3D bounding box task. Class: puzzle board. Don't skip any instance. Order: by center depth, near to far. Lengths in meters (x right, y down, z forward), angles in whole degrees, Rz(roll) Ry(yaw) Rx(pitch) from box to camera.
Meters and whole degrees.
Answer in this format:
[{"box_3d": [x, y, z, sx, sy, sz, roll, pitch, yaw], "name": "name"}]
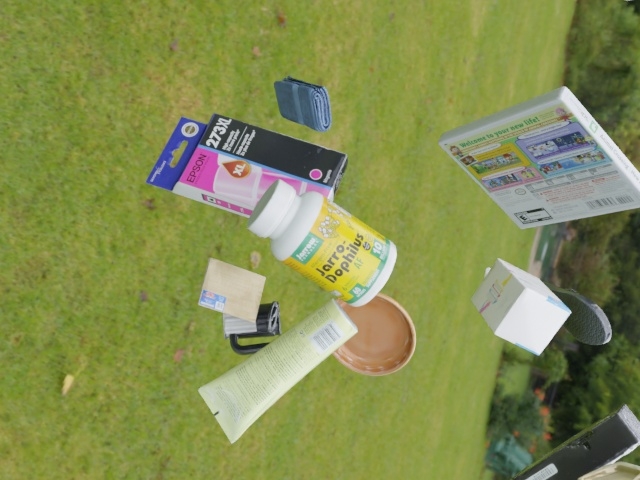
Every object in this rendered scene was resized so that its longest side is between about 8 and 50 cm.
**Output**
[{"box_3d": [-0.174, 0.099, 1.346, 0.128, 0.011, 0.096, 22, 71, -29], "name": "puzzle board"}]

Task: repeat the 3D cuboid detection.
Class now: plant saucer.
[{"box_3d": [0.103, 0.188, 1.423, 0.037, 0.200, 0.200, -53, 151, -60], "name": "plant saucer"}]

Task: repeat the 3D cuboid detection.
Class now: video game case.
[{"box_3d": [0.286, -0.096, 0.888, 0.193, 0.212, 0.023, 41, 65, -20], "name": "video game case"}]

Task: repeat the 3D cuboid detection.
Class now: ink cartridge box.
[{"box_3d": [0.320, 0.102, 1.117, 0.090, 0.092, 0.143, -60, -165, 15], "name": "ink cartridge box"}, {"box_3d": [-0.148, -0.141, 1.345, 0.069, 0.370, 0.176, 85, 25, -63], "name": "ink cartridge box"}]

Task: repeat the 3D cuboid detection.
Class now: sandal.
[{"box_3d": [0.549, 0.144, 1.501, 0.054, 0.254, 0.097, -10, 112, -17], "name": "sandal"}]

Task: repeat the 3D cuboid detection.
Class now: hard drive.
[{"box_3d": [0.464, 0.389, 1.231, 0.237, 0.064, 0.339, -38, 157, 13], "name": "hard drive"}]

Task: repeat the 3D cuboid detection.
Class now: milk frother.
[{"box_3d": [-0.162, 0.184, 1.600, 0.129, 0.134, 0.143, -98, -175, -48], "name": "milk frother"}]

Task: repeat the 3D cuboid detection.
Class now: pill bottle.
[{"box_3d": [0.000, 0.000, 1.018, 0.117, 0.208, 0.117, -51, -164, 21], "name": "pill bottle"}]

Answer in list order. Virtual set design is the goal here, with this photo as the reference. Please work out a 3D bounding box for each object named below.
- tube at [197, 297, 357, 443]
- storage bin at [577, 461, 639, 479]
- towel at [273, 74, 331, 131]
[{"box_3d": [-0.059, 0.177, 0.971, 0.240, 0.070, 0.062, -39, 122, 1], "name": "tube"}, {"box_3d": [0.430, 0.436, 0.827, 0.260, 0.123, 0.262, 153, -79, -75], "name": "storage bin"}, {"box_3d": [-0.024, -0.199, 0.995, 0.029, 0.119, 0.067, -24, 121, -25], "name": "towel"}]
